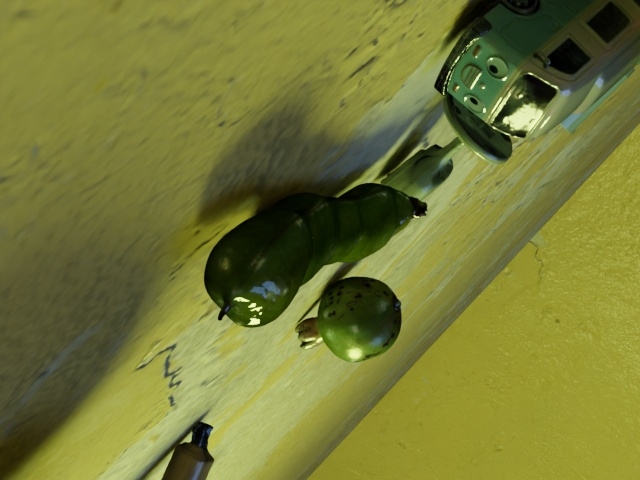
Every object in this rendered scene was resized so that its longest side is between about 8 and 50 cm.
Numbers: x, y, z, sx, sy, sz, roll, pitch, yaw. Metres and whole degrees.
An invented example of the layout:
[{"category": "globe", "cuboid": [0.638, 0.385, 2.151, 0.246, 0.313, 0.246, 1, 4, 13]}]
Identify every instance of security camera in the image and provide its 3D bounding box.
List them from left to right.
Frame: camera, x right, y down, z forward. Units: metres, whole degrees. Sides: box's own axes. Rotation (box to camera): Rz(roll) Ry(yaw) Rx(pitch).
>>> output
[{"category": "security camera", "cuboid": [0.069, -0.048, 0.723, 0.092, 0.058, 0.058, -38, 176, 34]}]

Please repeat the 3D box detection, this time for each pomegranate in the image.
[{"category": "pomegranate", "cuboid": [0.025, 0.062, 0.926, 0.084, 0.073, 0.073, 0, -149, 49]}]

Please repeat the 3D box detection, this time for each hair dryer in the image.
[{"category": "hair dryer", "cuboid": [-0.122, 0.231, 0.925, 0.182, 0.117, 0.064, -66, 167, 4]}]

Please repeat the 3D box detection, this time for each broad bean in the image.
[{"category": "broad bean", "cuboid": [-0.001, 0.000, 0.596, 0.256, 0.052, 0.052, -21, 116, -68]}]

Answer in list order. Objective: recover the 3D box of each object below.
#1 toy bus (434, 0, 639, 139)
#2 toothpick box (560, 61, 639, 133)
[{"category": "toy bus", "cuboid": [0.126, -0.106, 0.616, 0.123, 0.075, 0.060, -40, 169, -31]}, {"category": "toothpick box", "cuboid": [0.215, -0.134, 0.942, 0.083, 0.052, 0.052, -47, 170, 13]}]
